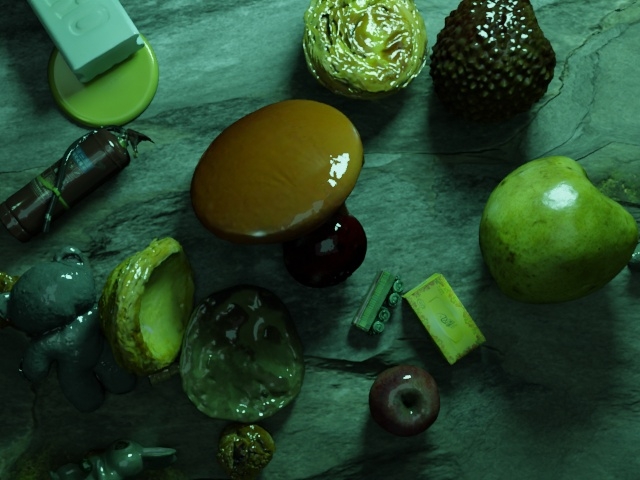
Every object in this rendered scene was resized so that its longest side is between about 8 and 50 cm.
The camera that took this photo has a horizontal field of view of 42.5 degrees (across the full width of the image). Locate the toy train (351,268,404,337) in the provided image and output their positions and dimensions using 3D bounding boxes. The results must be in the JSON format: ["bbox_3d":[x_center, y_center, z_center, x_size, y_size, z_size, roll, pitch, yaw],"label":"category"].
[{"bbox_3d":[0.127,0.135,1.776,0.071,0.038,0.148,28,86,-4],"label":"toy train"}]

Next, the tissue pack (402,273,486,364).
[{"bbox_3d":[0.265,0.168,1.773,0.095,0.062,0.176,-33,91,-4],"label":"tissue pack"}]

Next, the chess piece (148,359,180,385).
[{"bbox_3d":[-0.278,0.263,1.739,0.172,0.060,0.060,-10,90,-7],"label":"chess piece"}]

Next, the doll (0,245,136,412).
[{"bbox_3d":[-0.515,0.189,1.693,0.246,0.158,0.340,-33,120,-14],"label":"doll"}]

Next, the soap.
[{"bbox_3d":[-0.502,-0.482,1.701,0.159,0.087,0.265,-32,85,-5],"label":"soap"}]

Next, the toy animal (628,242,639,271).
[{"bbox_3d":[0.781,0.030,1.818,0.252,0.070,0.079,-2,124,-16],"label":"toy animal"}]

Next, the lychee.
[{"bbox_3d":[0.346,-0.374,1.700,0.267,0.267,0.268,0,89,-4],"label":"lychee"}]

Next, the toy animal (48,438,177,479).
[{"bbox_3d":[-0.425,0.476,1.707,0.251,0.127,0.125,-23,79,-18],"label":"toy animal"}]

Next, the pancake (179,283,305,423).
[{"bbox_3d":[-0.166,0.236,1.716,0.294,0.049,0.294,1,88,-24],"label":"pancake"}]

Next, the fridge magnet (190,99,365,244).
[{"bbox_3d":[-0.087,-0.134,1.649,0.363,0.155,0.364,-11,51,13],"label":"fridge magnet"}]

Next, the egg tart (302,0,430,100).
[{"bbox_3d":[0.087,-0.425,1.741,0.297,0.132,0.297,2,78,-11],"label":"egg tart"}]

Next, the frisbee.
[{"bbox_3d":[-0.462,-0.355,1.752,0.236,0.017,0.236,0,89,-5],"label":"frisbee"}]

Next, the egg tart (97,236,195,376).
[{"bbox_3d":[-0.352,0.129,1.636,0.123,0.294,0.294,5,89,16],"label":"egg tart"}]

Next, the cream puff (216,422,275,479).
[{"bbox_3d":[-0.158,0.443,1.722,0.119,0.104,0.133,14,89,-10],"label":"cream puff"}]

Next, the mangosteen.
[{"bbox_3d":[0.000,0.000,1.713,0.199,0.200,0.200,0,89,-4],"label":"mangosteen"}]

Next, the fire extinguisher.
[{"bbox_3d":[-0.499,-0.127,1.695,0.341,0.105,0.141,-38,60,-3],"label":"fire extinguisher"}]

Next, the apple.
[{"bbox_3d":[0.176,0.337,1.737,0.153,0.120,0.153,-1,94,-8],"label":"apple"}]

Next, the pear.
[{"bbox_3d":[0.471,-0.007,1.681,0.304,0.304,0.304,0,89,-4],"label":"pear"}]

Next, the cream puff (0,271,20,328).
[{"bbox_3d":[-0.656,0.122,1.698,0.122,0.094,0.116,34,90,22],"label":"cream puff"}]
